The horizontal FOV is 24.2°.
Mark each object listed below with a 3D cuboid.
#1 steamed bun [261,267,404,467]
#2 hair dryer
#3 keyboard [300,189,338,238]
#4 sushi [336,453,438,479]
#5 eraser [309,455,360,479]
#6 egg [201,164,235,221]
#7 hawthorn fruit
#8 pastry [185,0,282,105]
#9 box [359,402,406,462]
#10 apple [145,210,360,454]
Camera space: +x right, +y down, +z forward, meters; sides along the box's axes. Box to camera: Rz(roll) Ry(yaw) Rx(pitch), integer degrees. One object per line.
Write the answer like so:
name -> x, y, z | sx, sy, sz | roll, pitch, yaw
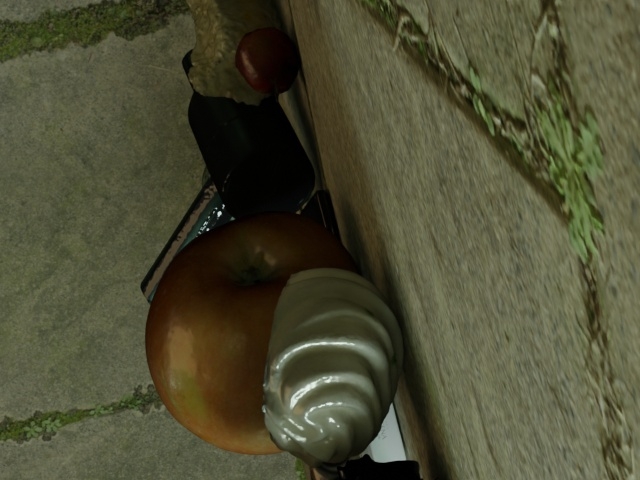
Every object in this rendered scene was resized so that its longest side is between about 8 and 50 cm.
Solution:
steamed bun -> 0.016, 0.116, 1.330 | 0.183, 0.106, 0.183 | 4, -90, -77
hair dryer -> -0.149, -0.065, 1.829 | 0.302, 0.116, 0.244 | -52, 38, 22
keyboard -> 0.000, 0.000, 1.822 | 0.310, 0.018, 0.101 | 136, 122, -84
sushi -> 0.021, 0.315, 1.297 | 0.225, 0.219, 0.238 | 76, 177, -49
eraser -> 0.031, 0.328, 1.959 | 0.290, 0.087, 0.171 | 90, 164, -72
egg -> -0.088, -0.077, 1.954 | 0.172, 0.132, 0.132 | -87, -13, -65
hawthorn fruit -> -0.058, -0.200, 1.658 | 0.077, 0.077, 0.077 | 166, 90, -85
pastry -> -0.114, -0.274, 1.767 | 0.089, 0.121, 0.258 | 117, 149, -45
box -> 0.058, 0.201, 1.599 | 0.154, 0.040, 0.084 | 106, 148, -81
apple -> -0.062, 0.088, 1.525 | 0.253, 0.253, 0.253 | 166, 90, -85
